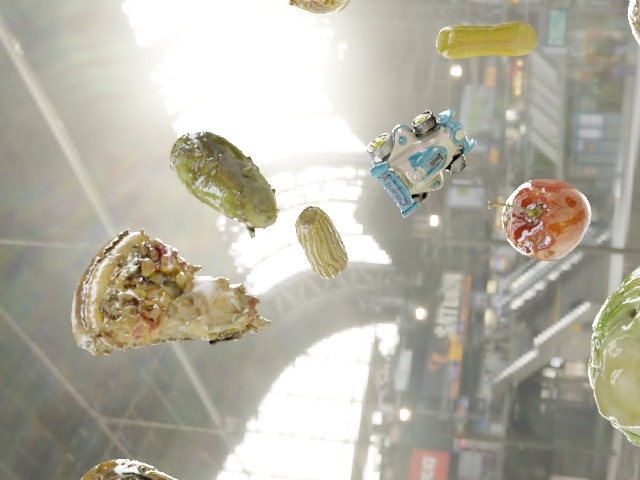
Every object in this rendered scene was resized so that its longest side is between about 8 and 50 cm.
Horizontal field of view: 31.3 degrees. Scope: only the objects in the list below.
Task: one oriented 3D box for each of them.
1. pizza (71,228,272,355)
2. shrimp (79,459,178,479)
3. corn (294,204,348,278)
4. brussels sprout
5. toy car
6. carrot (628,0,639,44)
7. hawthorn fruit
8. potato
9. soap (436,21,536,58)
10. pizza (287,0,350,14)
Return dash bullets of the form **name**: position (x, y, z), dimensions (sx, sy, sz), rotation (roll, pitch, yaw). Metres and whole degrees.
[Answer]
- **pizza**: position (-0.240, 0.096, 1.661), dimensions (0.251, 0.288, 0.074), rotation (-44, -30, -48)
- **shrimp**: position (-0.236, 0.386, 1.576), dimensions (0.145, 0.254, 0.059), rotation (-54, -23, -34)
- **corn**: position (0.000, 0.000, 2.082), dimensions (0.231, 0.080, 0.080), rotation (64, -147, -63)
- **brussels sprout**: position (0.566, 0.169, 1.743), dimensions (0.247, 0.328, 0.328), rotation (-30, 47, 61)
- **toy car**: position (0.161, -0.120, 1.776), dimensions (0.126, 0.161, 0.098), rotation (52, -161, -23)
- **carrot**: position (0.505, -0.368, 1.373), dimensions (0.224, 0.224, 0.340), rotation (-66, -8, -56)
- **hawthorn fruit**: position (0.382, -0.052, 2.028), dimensions (0.285, 0.165, 0.165), rotation (24, -109, -62)
- **potato**: position (-0.151, -0.097, 1.836), dimensions (0.117, 0.225, 0.090), rotation (-36, -24, -26)
- **soap**: position (0.149, -0.180, 1.027), dimensions (0.012, 0.089, 0.034), rotation (66, -157, -72)
- **pizza**: position (-0.013, -0.449, 2.007), dimensions (0.041, 0.178, 0.131), rotation (-50, -45, -21)
